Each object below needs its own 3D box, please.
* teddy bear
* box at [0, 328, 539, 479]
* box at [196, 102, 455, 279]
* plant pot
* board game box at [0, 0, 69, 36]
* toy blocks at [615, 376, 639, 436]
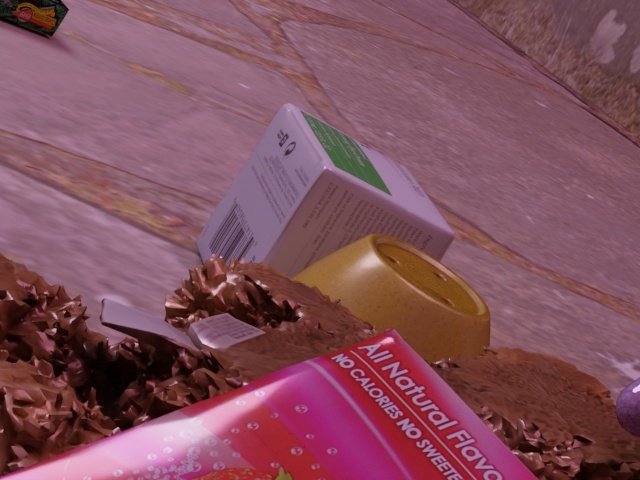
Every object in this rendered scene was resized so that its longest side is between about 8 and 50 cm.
[{"bbox_3d":[-0.027,0.089,0.536,0.338,0.113,0.245,6,23,-44],"label":"teddy bear"},{"bbox_3d":[0.028,0.150,0.295,0.128,0.123,0.257,-19,44,-26],"label":"box"},{"bbox_3d":[0.000,0.000,0.824,0.087,0.102,0.101,28,15,-24],"label":"box"},{"bbox_3d":[0.027,0.055,0.720,0.134,0.095,0.134,30,16,-10],"label":"plant pot"},{"bbox_3d":[-0.303,-0.215,1.025,0.259,0.030,0.136,17,24,-44],"label":"board game box"},{"bbox_3d":[0.217,0.128,0.420,0.260,0.289,0.309,-6,-11,-20],"label":"toy blocks"}]
